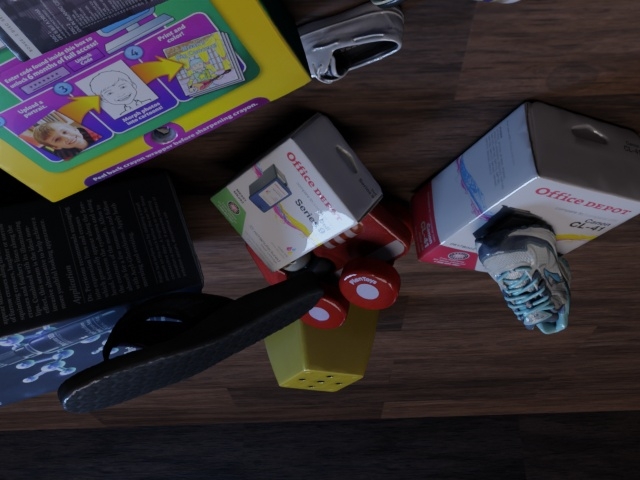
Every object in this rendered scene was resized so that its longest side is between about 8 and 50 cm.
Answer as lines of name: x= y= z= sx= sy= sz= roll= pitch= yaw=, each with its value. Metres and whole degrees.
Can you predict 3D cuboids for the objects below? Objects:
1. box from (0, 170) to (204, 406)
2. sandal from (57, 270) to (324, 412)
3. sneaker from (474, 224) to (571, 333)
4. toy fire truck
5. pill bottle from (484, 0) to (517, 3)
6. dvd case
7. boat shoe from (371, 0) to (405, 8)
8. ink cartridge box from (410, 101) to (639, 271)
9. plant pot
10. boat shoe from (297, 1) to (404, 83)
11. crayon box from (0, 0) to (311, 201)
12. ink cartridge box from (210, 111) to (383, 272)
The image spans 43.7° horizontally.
box: x=-0.405 y=0.087 z=1.280 sx=0.395 sy=0.212 sz=0.293 roll=-15 pitch=157 yaw=-16
sandal: x=-0.196 y=0.132 z=1.198 sx=0.445 sy=0.107 sz=0.167 roll=-21 pitch=160 yaw=-38
sneaker: x=0.326 y=0.065 z=1.217 sx=0.110 sy=0.122 sz=0.283 roll=-17 pitch=152 yaw=30
toy fire truck: x=0.000 y=0.000 z=1.357 sx=0.254 sy=0.169 sz=0.302 roll=40 pitch=137 yaw=-22
pill bottle: x=0.064 y=-0.297 z=0.692 sx=0.264 sy=0.153 sz=0.153 roll=3 pitch=155 yaw=-12
dvd case: x=-0.205 y=-0.247 z=0.670 sx=0.221 sy=0.018 sz=0.164 roll=-21 pitch=147 yaw=9
boat shoe: x=0.116 y=-0.280 z=0.855 sx=0.133 sy=0.049 sz=0.042 roll=-22 pitch=141 yaw=28
ink cartridge box: x=0.315 y=-0.063 z=1.241 sx=0.226 sy=0.131 sz=0.306 roll=10 pitch=154 yaw=-24
plant pot: x=-0.001 y=0.223 z=1.763 sx=0.212 sy=0.187 sz=0.212 roll=10 pitch=153 yaw=-25
boat shoe: x=0.016 y=-0.222 z=0.955 sx=0.184 sy=0.063 sz=0.066 roll=-13 pitch=153 yaw=22
crayon box: x=-0.237 y=-0.213 z=0.836 sx=0.363 sy=0.106 sz=0.313 roll=-23 pitch=149 yaw=12
ink cartridge box: x=-0.037 y=-0.066 z=1.174 sx=0.212 sy=0.093 sz=0.154 roll=-30 pitch=103 yaw=43
